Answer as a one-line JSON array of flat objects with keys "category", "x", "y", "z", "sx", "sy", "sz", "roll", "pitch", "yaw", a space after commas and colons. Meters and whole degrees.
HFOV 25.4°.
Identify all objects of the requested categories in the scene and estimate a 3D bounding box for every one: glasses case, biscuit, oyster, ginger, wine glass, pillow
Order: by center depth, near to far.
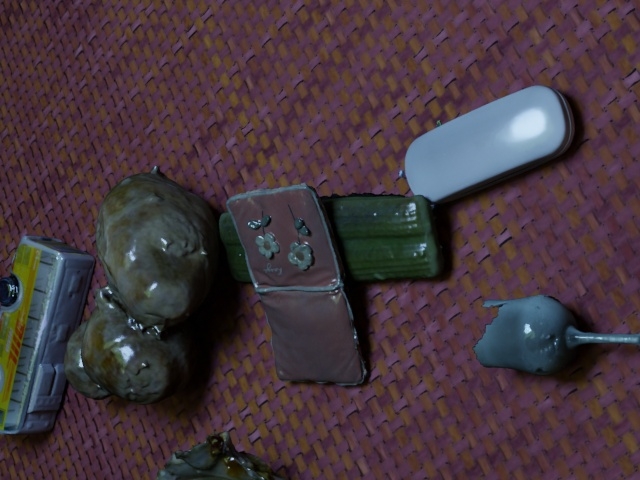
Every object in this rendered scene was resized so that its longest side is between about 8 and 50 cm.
[{"category": "wine glass", "x": 0.241, "y": 0.091, "z": 1.349, "sx": 0.195, "sy": 0.079, "sz": 0.079, "roll": -1, "pitch": 83, "yaw": 40}, {"category": "glasses case", "x": 0.170, "y": -0.096, "z": 1.454, "sx": 0.197, "sy": 0.049, "sz": 0.076, "roll": -24, "pitch": 74, "yaw": 36}, {"category": "pillow", "x": -0.022, "y": 0.050, "z": 1.567, "sx": 0.126, "sy": 0.043, "sz": 0.232, "roll": -7, "pitch": 103, "yaw": 41}, {"category": "biscuit", "x": 0.000, "y": 0.000, "z": 1.582, "sx": 0.322, "sy": 0.038, "sz": 0.099, "roll": -2, "pitch": 103, "yaw": 42}, {"category": "oyster", "x": -0.138, "y": 0.357, "z": 1.611, "sx": 0.337, "sy": 0.133, "sz": 0.197, "roll": -44, "pitch": 60, "yaw": 31}, {"category": "ginger", "x": -0.218, "y": 0.079, "z": 1.698, "sx": 0.244, "sy": 0.155, "sz": 0.304, "roll": 48, "pitch": 121, "yaw": 54}]

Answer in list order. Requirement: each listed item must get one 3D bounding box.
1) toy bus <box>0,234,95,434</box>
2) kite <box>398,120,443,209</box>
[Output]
[{"category": "toy bus", "x": -0.380, "y": 0.131, "z": 1.886, "sx": 0.106, "sy": 0.092, "sz": 0.268, "roll": 18, "pitch": 96, "yaw": 31}, {"category": "kite", "x": 0.121, "y": -0.068, "z": 1.523, "sx": 0.090, "sy": 0.004, "sz": 0.122, "roll": 16, "pitch": 91, "yaw": 36}]
